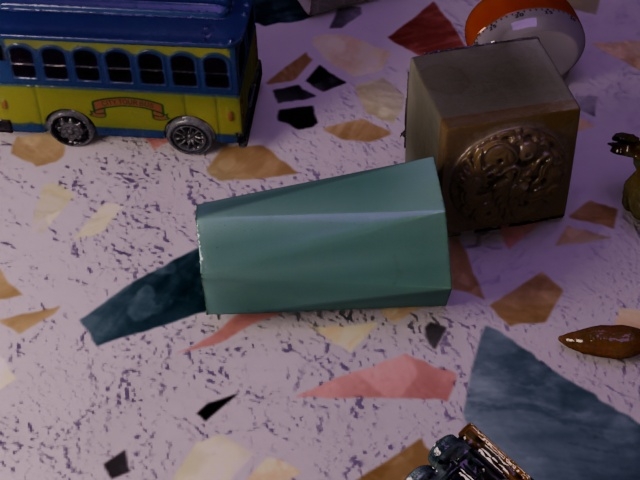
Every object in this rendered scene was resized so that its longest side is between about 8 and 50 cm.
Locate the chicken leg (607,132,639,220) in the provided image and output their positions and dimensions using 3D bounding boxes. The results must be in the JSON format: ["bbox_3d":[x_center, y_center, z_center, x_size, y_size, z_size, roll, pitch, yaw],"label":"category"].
[{"bbox_3d":[0.461,-0.002,1.468,0.429,0.152,0.201,28,40,35],"label":"chicken leg"}]

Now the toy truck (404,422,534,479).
[{"bbox_3d":[0.094,0.247,1.245,0.178,0.115,0.080,-43,56,-6],"label":"toy truck"}]

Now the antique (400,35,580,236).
[{"bbox_3d":[0.171,-0.098,1.546,0.147,0.152,0.148,-11,44,-11],"label":"antique"}]

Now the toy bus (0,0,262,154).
[{"bbox_3d":[-0.212,-0.201,1.639,0.288,0.175,0.138,4,47,5],"label":"toy bus"}]

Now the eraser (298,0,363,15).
[{"bbox_3d":[0.154,-0.382,1.861,0.404,0.096,0.098,-19,47,-15],"label":"eraser"}]

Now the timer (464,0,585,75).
[{"bbox_3d":[0.224,-0.235,1.719,0.136,0.099,0.136,6,35,-4],"label":"timer"}]

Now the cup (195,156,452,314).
[{"bbox_3d":[0.000,0.000,1.470,0.236,0.134,0.148,-4,43,-1],"label":"cup"}]

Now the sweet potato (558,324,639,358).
[{"bbox_3d":[0.270,0.096,1.437,0.095,0.034,0.034,-3,45,13],"label":"sweet potato"}]
